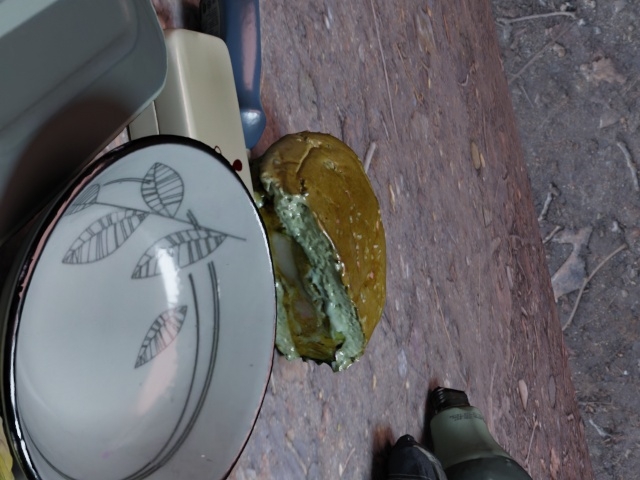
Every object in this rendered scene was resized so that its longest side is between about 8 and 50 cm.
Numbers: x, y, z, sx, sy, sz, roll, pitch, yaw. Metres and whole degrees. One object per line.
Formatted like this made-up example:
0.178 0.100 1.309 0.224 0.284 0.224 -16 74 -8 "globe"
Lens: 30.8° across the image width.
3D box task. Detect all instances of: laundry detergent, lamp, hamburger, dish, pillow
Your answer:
-0.100 -0.179 1.308 0.061 0.096 0.206 1 82 -31 "laundry detergent"
0.255 0.366 1.825 0.314 0.182 0.182 -80 151 -43 "lamp"
0.000 0.000 1.396 0.211 0.132 0.309 -69 147 -48 "hamburger"
-0.161 0.070 0.919 0.316 0.106 0.316 -7 99 -58 "dish"
0.152 0.406 1.596 0.161 0.092 0.335 79 -2 -46 "pillow"

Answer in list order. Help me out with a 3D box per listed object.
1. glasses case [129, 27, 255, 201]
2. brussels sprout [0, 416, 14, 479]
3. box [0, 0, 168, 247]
-0.127 -0.056 1.203 0.131 0.070 0.313 -9 90 -68 "glasses case"
-0.264 0.132 0.732 0.151 0.122 0.149 -126 -157 -60 "brussels sprout"
-0.275 -0.222 0.853 0.396 0.111 0.396 -62 137 -57 "box"
